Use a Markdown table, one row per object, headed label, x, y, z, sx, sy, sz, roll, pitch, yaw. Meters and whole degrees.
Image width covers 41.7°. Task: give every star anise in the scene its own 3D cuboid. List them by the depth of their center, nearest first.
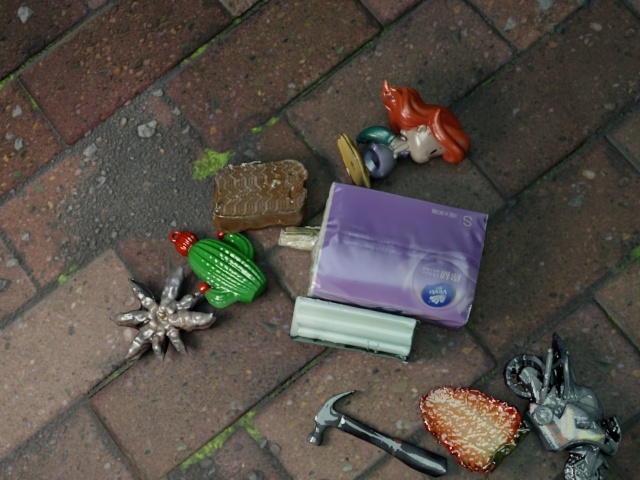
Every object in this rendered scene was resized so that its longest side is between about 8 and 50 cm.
| label | x | y | z | sx | sy | sz | roll | pitch | yaw |
| --- | --- | --- | --- | --- | --- | --- | --- | --- | --- |
| star anise | -0.336 | 0.164 | 1.816 | 0.236 | 0.093 | 0.229 | 11 | 79 | 11 |

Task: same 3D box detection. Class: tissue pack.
| label | x | y | z | sx | sy | sz | roll | pitch | yaw |
| --- | --- | --- | --- | --- | --- | --- | --- | --- | --- |
| tissue pack | 0.152 | 0.031 | 1.733 | 0.338 | 0.160 | 0.242 | 11 | 78 | -2 |

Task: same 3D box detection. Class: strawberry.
| label | x | y | z | sx | sy | sz | roll | pitch | yaw |
| --- | --- | --- | --- | --- | --- | --- | --- | --- | --- |
| strawberry | 0.313 | 0.371 | 1.706 | 0.167 | 0.087 | 0.208 | -43 | 60 | -3 |

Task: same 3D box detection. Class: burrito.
| label | x | y | z | sx | sy | sz | roll | pitch | yaw |
| --- | --- | --- | --- | --- | --- | --- | --- | --- | --- |
| burrito | 0.000 | -0.001 | 1.840 | 0.188 | 0.045 | 0.058 | 7 | 104 | 6 |

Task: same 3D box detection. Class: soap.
| label | x | y | z | sx | sy | sz | roll | pitch | yaw |
| --- | --- | --- | --- | --- | --- | --- | --- | --- | --- |
| soap | 0.072 | 0.186 | 1.735 | 0.261 | 0.150 | 0.094 | 9 | 82 | 8 |

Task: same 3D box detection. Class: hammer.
| label | x | y | z | sx | sy | sz | roll | pitch | yaw |
| --- | --- | --- | --- | --- | --- | --- | --- | --- | --- |
| hammer | 0.128 | 0.408 | 1.737 | 0.289 | 0.037 | 0.137 | 21 | 82 | 11 |

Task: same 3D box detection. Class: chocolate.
| label | x | y | z | sx | sy | sz | roll | pitch | yaw |
| --- | --- | --- | --- | --- | --- | --- | --- | --- | --- |
| chocolate | -0.127 | -0.093 | 1.842 | 0.214 | 0.093 | 0.149 | -3 | 61 | 4 |

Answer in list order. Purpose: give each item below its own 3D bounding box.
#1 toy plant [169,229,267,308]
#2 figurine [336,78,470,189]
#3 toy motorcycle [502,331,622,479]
| label | x | y | z | sx | sy | sz | roll | pitch | yaw |
| --- | --- | --- | --- | --- | --- | --- | --- | --- | --- |
| toy plant | -0.215 | 0.044 | 1.836 | 0.154 | 0.088 | 0.240 | -25 | 61 | -16 |
| figurine | 0.174 | -0.226 | 1.810 | 0.257 | 0.181 | 0.208 | -25 | 47 | -7 |
| toy motorcycle | 0.498 | 0.346 | 1.680 | 0.173 | 0.108 | 0.307 | -26 | 75 | -9 |
